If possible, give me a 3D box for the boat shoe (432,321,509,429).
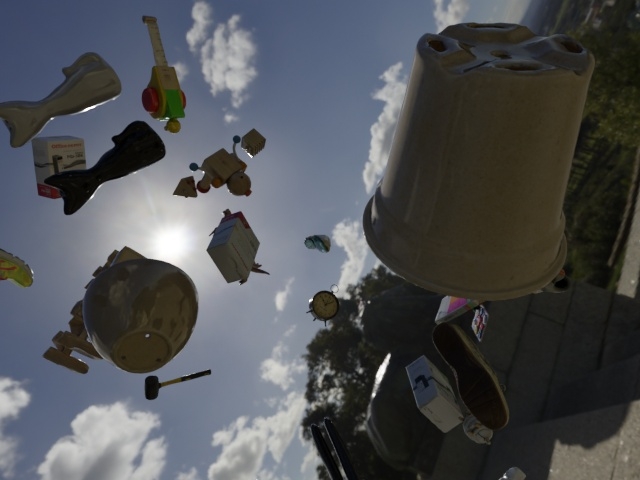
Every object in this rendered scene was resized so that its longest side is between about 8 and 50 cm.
[{"bbox_3d":[0.395,0.334,1.173,0.089,0.285,0.104,10,-44,-43],"label":"boat shoe"}]

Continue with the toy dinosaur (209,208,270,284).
[{"bbox_3d":[-0.309,0.031,1.689,0.127,0.295,0.200,-30,-41,-21],"label":"toy dinosaur"}]

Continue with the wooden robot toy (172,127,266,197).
[{"bbox_3d":[-0.130,-0.092,0.680,0.173,0.079,0.076,-46,-5,-41],"label":"wooden robot toy"}]

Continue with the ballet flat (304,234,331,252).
[{"bbox_3d":[0.000,0.000,1.349,0.052,0.057,0.168,-31,16,-18],"label":"ballet flat"}]

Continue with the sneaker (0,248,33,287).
[{"bbox_3d":[-0.758,0.060,1.039,0.208,0.081,0.094,53,-140,-43],"label":"sneaker"}]

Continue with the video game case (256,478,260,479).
[{"bbox_3d":[-0.181,0.663,1.056,0.173,0.022,0.190,-58,3,-14],"label":"video game case"}]

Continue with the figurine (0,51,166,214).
[{"bbox_3d":[-0.416,-0.183,0.798,0.209,0.092,0.215,-46,-61,-32],"label":"figurine"}]

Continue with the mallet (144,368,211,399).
[{"bbox_3d":[-0.402,0.387,1.296,0.189,0.039,0.062,-15,-60,-30],"label":"mallet"}]

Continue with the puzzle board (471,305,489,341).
[{"bbox_3d":[0.614,0.311,1.771,0.096,0.011,0.128,-98,13,-62],"label":"puzzle board"}]

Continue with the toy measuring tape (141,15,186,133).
[{"bbox_3d":[-0.466,-0.461,1.317,0.121,0.121,0.330,-16,-89,-73],"label":"toy measuring tape"}]

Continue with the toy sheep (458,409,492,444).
[{"bbox_3d":[0.474,0.566,1.389,0.132,0.091,0.091,-105,29,-66],"label":"toy sheep"}]

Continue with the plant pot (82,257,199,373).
[{"bbox_3d":[-0.437,0.212,1.131,0.191,0.284,0.284,-124,43,-56],"label":"plant pot"}]

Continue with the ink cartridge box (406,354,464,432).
[{"bbox_3d":[0.387,0.520,1.566,0.087,0.153,0.208,-40,19,15],"label":"ink cartridge box"}]

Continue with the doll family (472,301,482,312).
[{"bbox_3d":[0.528,0.203,1.625,0.111,0.193,0.076,-44,37,44],"label":"doll family"}]

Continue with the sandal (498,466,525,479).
[{"bbox_3d":[0.410,0.762,1.160,0.416,0.102,0.169,-45,-38,-16],"label":"sandal"}]

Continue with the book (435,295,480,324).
[{"bbox_3d":[0.376,0.167,1.247,0.144,0.035,0.096,-44,6,45],"label":"book"}]

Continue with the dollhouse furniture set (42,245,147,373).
[{"bbox_3d":[-0.655,0.228,1.540,0.394,0.256,0.362,-36,30,34],"label":"dollhouse furniture set"}]

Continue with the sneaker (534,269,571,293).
[{"bbox_3d":[0.562,0.059,1.194,0.271,0.108,0.100,33,-107,-35],"label":"sneaker"}]

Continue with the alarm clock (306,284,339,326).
[{"bbox_3d":[0.025,0.274,2.026,0.192,0.129,0.064,-55,5,-25],"label":"alarm clock"}]

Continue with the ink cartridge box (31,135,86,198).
[{"bbox_3d":[-0.615,-0.175,1.090,0.099,0.056,0.135,-31,-50,-59],"label":"ink cartridge box"}]

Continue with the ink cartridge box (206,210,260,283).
[{"bbox_3d":[-0.248,0.018,1.324,0.175,0.072,0.127,-81,-30,-57],"label":"ink cartridge box"}]

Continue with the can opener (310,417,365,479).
[{"bbox_3d":[0.036,0.367,0.724,0.186,0.059,0.073,-116,23,-44],"label":"can opener"}]

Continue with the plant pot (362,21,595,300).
[{"bbox_3d":[0.235,-0.136,0.684,0.334,0.333,0.305,-56,-26,-44],"label":"plant pot"}]
